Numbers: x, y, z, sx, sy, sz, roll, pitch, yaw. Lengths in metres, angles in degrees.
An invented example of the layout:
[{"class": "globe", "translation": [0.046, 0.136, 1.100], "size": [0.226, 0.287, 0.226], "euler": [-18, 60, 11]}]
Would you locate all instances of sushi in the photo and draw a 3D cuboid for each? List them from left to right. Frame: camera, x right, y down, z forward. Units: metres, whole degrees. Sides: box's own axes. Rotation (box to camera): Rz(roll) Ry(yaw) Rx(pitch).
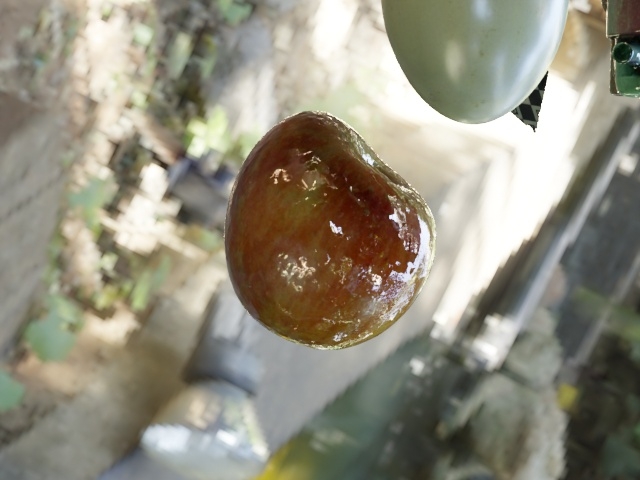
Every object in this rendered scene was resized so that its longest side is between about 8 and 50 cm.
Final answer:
[{"class": "sushi", "translation": [0.242, -0.209, 2.251], "size": [0.026, 0.120, 0.126], "euler": [-36, 154, -25]}]

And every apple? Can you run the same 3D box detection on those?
[{"class": "apple", "translation": [0.000, 0.000, 2.243], "size": [0.301, 0.301, 0.301], "euler": [-54, 161, -28]}]

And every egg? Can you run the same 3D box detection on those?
[{"class": "egg", "translation": [0.154, -0.239, 1.703], "size": [0.188, 0.189, 0.253], "euler": [35, 55, -73]}]

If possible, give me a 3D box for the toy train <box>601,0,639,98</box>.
[{"class": "toy train", "translation": [0.380, -0.285, 1.913], "size": [0.221, 0.150, 0.304], "euler": [0, 90, -58]}]
